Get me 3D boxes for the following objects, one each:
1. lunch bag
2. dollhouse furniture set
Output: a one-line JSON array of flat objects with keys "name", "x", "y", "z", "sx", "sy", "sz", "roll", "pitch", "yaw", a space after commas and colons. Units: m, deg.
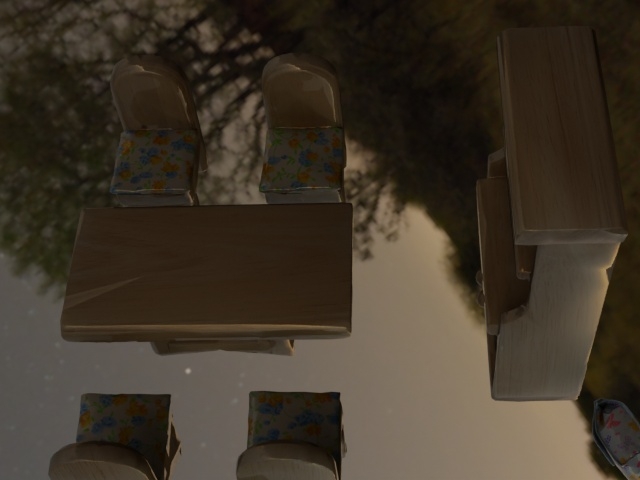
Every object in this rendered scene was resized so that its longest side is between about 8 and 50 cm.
[{"name": "lunch bag", "x": 0.311, "y": 0.206, "z": 1.104, "sx": 0.071, "sy": 0.053, "sz": 0.083, "roll": 47, "pitch": -169, "yaw": -38}, {"name": "dollhouse furniture set", "x": 0.000, "y": 0.000, "z": 0.812, "sx": 0.256, "sy": 0.394, "sz": 0.362, "roll": 83, "pitch": -173, "yaw": -55}]
